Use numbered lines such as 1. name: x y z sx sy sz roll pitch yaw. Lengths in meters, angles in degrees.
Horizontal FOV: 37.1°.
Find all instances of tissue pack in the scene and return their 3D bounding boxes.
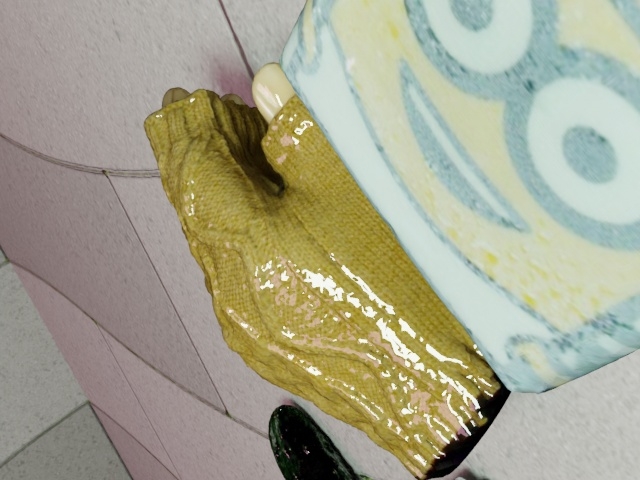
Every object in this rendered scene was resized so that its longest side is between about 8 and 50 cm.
1. tissue pack: 0.120 -0.084 0.383 0.228 0.128 0.311 54 153 7

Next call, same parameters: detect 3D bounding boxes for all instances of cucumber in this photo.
1. cucumber: 0.034 0.309 1.058 0.303 0.081 0.072 45 -178 23

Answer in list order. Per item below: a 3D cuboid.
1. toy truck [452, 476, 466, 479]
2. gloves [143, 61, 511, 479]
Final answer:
1. toy truck: 0.156 0.320 0.804 0.227 0.114 0.098 49 154 17
2. gloves: -0.007 0.012 0.688 0.356 0.155 0.203 52 151 19
